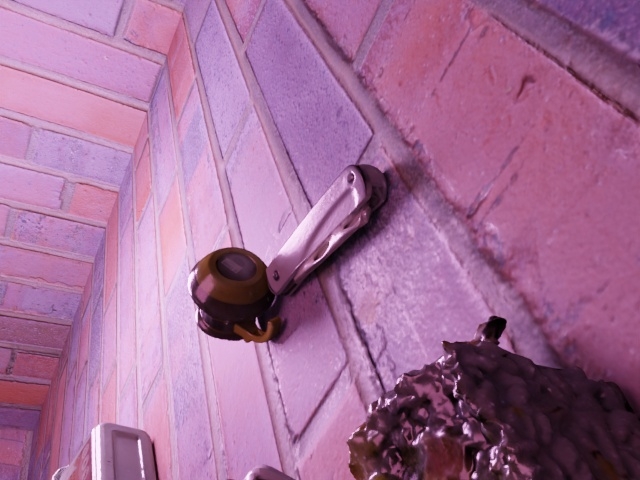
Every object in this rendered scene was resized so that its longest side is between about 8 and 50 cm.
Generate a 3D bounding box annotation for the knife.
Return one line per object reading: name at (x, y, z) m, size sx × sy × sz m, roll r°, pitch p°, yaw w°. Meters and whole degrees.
knife at (-0.001, -0.003, 0.821) m, size 0.265 × 0.041 × 0.073 m, roll -46°, pitch 48°, yaw 45°

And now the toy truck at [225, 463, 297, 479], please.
toy truck at (-0.092, 0.392, 0.632) m, size 0.387 × 0.173 × 0.207 m, roll -59°, pitch 2°, yaw 30°

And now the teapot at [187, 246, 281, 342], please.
teapot at (-0.122, 0.090, 0.943) m, size 0.166 × 0.130 × 0.119 m, roll 42°, pitch 135°, yaw 27°

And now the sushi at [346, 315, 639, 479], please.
sushi at (0.111, 0.165, 0.402) m, size 0.184 × 0.139 × 0.274 m, roll -56°, pitch 38°, yaw 30°

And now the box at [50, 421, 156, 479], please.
box at (-0.411, 0.512, 1.244) m, size 0.182 × 0.175 × 0.312 m, roll -58°, pitch 30°, yaw 13°
